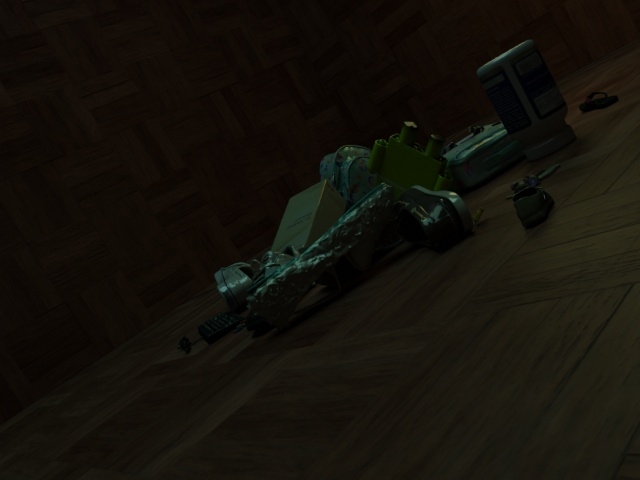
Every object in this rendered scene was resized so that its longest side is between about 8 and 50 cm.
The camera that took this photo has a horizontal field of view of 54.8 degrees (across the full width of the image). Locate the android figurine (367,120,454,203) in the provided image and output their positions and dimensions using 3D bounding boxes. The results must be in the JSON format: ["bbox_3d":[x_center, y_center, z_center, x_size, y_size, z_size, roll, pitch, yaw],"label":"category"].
[{"bbox_3d":[0.240,-0.177,1.685,0.056,0.248,0.273,-30,-34,-49],"label":"android figurine"}]

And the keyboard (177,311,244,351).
[{"bbox_3d":[-0.332,0.267,1.819,0.201,0.033,0.317,-33,5,-15],"label":"keyboard"}]

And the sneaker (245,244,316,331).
[{"bbox_3d":[-0.121,0.109,1.538,0.122,0.146,0.330,-27,9,25],"label":"sneaker"}]

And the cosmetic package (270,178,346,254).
[{"bbox_3d":[-0.037,-0.023,1.823,0.160,0.113,0.310,-26,30,32],"label":"cosmetic package"}]

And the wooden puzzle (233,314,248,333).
[{"bbox_3d":[-0.187,0.208,1.654,0.078,0.014,0.116,-29,7,24],"label":"wooden puzzle"}]

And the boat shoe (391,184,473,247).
[{"bbox_3d":[0.209,-0.045,1.319,0.096,0.117,0.324,-29,11,-9],"label":"boat shoe"}]

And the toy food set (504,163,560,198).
[{"bbox_3d":[0.439,-0.128,1.298,0.122,0.019,0.078,-34,7,-28],"label":"toy food set"}]

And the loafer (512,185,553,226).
[{"bbox_3d":[0.359,-0.069,1.051,0.056,0.050,0.148,-28,7,25],"label":"loafer"}]

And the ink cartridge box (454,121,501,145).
[{"bbox_3d":[0.614,-0.377,2.286,0.165,0.065,0.333,-32,7,-1],"label":"ink cartridge box"}]

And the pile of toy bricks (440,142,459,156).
[{"bbox_3d":[0.428,-0.232,1.897,0.212,0.105,0.118,-2,-69,-68],"label":"pile of toy bricks"}]

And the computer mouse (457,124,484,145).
[{"bbox_3d":[0.480,-0.330,2.203,0.184,0.060,0.262,-63,13,-9],"label":"computer mouse"}]

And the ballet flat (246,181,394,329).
[{"bbox_3d":[0.024,0.045,1.352,0.409,0.147,0.147,-39,7,-6],"label":"ballet flat"}]

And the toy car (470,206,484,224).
[{"bbox_3d":[0.289,-0.053,1.271,0.041,0.060,0.122,-63,1,-3],"label":"toy car"}]

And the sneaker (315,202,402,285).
[{"bbox_3d":[0.093,0.003,1.510,0.302,0.108,0.121,-34,10,-18],"label":"sneaker"}]

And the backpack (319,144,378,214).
[{"bbox_3d":[0.114,-0.188,2.032,0.225,0.254,0.191,1,-18,-33],"label":"backpack"}]

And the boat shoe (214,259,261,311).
[{"bbox_3d":[-0.259,0.131,2.057,0.156,0.136,0.367,-31,5,-7],"label":"boat shoe"}]

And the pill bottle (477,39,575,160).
[{"bbox_3d":[0.511,-0.341,1.523,0.153,0.265,0.153,-29,6,3],"label":"pill bottle"}]

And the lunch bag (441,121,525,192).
[{"bbox_3d":[0.458,-0.240,1.703,0.279,0.108,0.224,-32,6,-15],"label":"lunch bag"}]

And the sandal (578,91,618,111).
[{"bbox_3d":[0.779,-0.398,1.739,0.067,0.040,0.179,-31,6,5],"label":"sandal"}]

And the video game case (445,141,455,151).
[{"bbox_3d":[0.328,-0.194,1.976,0.274,0.026,0.196,-36,-19,-46],"label":"video game case"}]
